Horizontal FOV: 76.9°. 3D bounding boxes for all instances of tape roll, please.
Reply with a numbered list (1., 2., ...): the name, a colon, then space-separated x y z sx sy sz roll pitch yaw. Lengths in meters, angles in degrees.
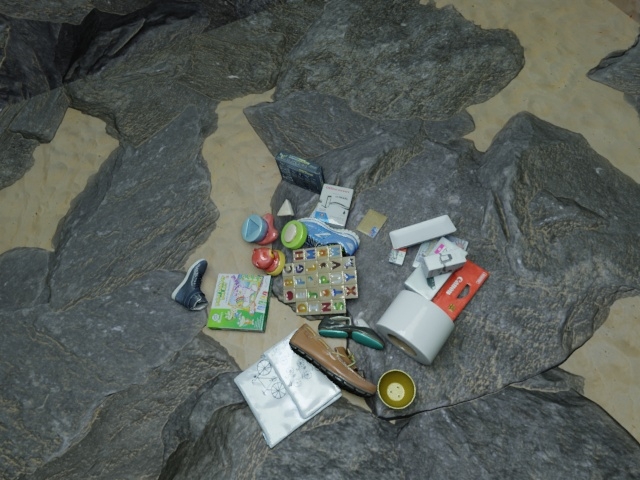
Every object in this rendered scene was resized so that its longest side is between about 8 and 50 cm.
1. tape roll: 0.354 0.328 1.523 0.246 0.246 0.169 34 72 22

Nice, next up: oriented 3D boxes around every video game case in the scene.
1. video game case: 0.522 0.062 1.757 0.184 0.023 0.201 21 68 18

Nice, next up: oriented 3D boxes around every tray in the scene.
1. tray: 0.444 -0.030 1.768 0.271 0.030 0.145 -17 30 10

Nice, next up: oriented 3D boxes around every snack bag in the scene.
1. snack bag: -0.140 0.570 1.590 0.343 0.037 0.323 -34 64 -9

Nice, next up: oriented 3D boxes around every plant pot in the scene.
1. plant pot: 0.281 0.558 1.499 0.134 0.095 0.134 -4 62 7

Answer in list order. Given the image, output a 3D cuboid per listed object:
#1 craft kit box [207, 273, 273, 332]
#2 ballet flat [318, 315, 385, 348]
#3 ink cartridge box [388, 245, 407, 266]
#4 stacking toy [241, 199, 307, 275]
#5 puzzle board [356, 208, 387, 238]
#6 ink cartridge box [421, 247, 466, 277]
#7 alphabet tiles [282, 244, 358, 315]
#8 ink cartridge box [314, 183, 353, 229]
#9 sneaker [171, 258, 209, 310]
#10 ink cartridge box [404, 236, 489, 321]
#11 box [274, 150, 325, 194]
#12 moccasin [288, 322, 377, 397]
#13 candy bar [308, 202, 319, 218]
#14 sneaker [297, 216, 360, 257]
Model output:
1. craft kit box: -0.347 0.270 1.764 0.247 0.061 0.249 0 63 11
2. ballet flat: 0.128 0.357 1.630 0.281 0.095 0.096 11 54 14
3. ink cartridge box: 0.344 0.054 1.783 0.063 0.029 0.115 15 67 16
4. stacking toy: -0.223 -0.034 1.787 0.279 0.130 0.308 -43 54 19
5. puzzle board: 0.239 -0.079 1.877 0.096 0.011 0.128 29 72 19
6. ink cartridge box: 0.488 0.092 1.607 0.151 0.109 0.063 -15 66 2
7. alphabet tiles: -0.009 0.168 1.705 0.343 0.011 0.284 -8 80 24
8. ink cartridge box: 0.062 -0.152 1.890 0.148 0.086 0.203 12 66 6
9. sneaker: -0.539 0.204 1.798 0.164 0.086 0.226 26 79 31
10. ink cartridge box: 0.523 0.155 1.666 0.239 0.060 0.275 37 74 24
11. box: -0.094 -0.327 1.956 0.233 0.183 0.059 23 69 19
12. moccasin: 0.059 0.458 1.552 0.380 0.139 0.147 30 63 26
13. candy bar: -0.036 -0.111 1.930 0.040 0.018 0.161 27 69 20
14. sneaker: 0.000 0.000 1.787 0.330 0.129 0.147 14 44 15
